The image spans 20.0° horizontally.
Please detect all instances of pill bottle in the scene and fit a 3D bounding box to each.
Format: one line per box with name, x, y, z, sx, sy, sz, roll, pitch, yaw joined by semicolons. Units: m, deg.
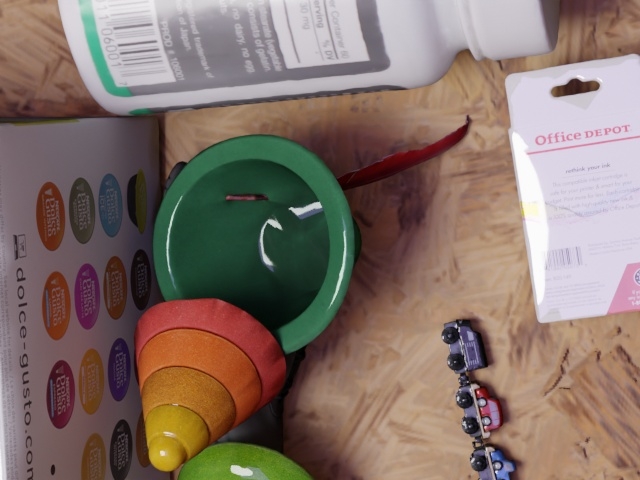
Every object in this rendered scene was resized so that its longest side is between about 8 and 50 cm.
pill bottle;-0.005;-0.211;1.406;0.361;0.204;0.204;-4;93;14

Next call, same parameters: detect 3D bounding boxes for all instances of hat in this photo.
hat;0.000;0.000;1.453;0.208;0.183;0.173;-10;87;30

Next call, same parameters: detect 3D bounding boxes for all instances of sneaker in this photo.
sneaker;-0.050;0.071;1.492;0.130;0.109;0.286;-8;96;4

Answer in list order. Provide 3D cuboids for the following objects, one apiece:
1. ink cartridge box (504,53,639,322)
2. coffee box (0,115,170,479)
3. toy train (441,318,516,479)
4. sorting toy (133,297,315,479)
ink cartridge box;0.216;-0.042;1.434;0.115;0.067;0.198;-8;93;14
coffee box;-0.333;0.072;1.437;0.338;0.334;0.338;0;95;16
toy train;0.132;0.141;1.488;0.036;0.027;0.158;-13;90;3
sorting toy;-0.073;0.223;1.410;0.127;0.126;0.366;-2;125;18
